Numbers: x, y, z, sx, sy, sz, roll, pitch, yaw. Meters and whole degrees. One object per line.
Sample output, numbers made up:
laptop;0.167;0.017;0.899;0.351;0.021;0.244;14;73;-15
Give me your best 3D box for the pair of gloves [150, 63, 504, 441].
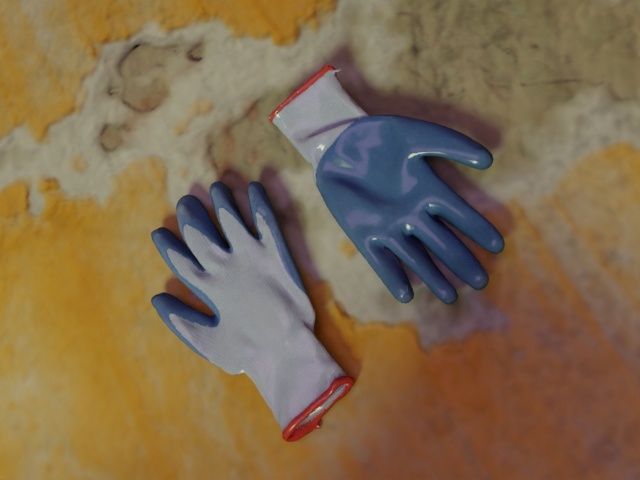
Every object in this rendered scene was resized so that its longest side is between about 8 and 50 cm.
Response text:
pair of gloves;0.000;0.000;0.490;0.198;0.023;0.159;-42;69;7
